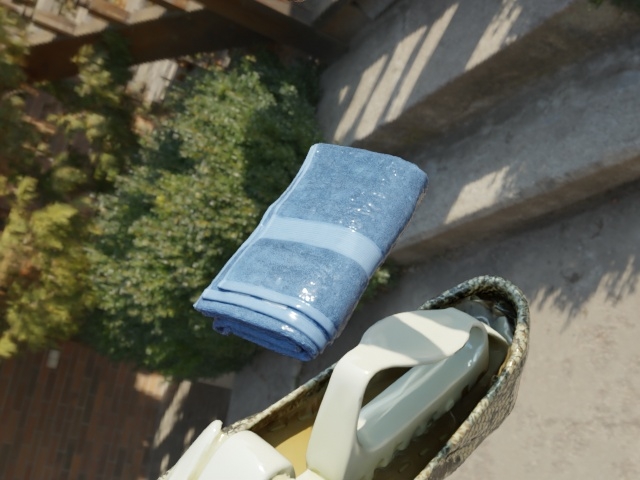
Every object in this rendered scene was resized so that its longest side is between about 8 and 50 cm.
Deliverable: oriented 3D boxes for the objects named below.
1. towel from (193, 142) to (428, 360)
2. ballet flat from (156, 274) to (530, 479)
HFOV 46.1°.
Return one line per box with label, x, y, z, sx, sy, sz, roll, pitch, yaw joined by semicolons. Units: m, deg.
towel;0.000;0.000;0.353;0.067;0.029;0.119;13;48;29
ballet flat;0.000;0.159;0.553;0.164;0.482;0.182;38;140;26
